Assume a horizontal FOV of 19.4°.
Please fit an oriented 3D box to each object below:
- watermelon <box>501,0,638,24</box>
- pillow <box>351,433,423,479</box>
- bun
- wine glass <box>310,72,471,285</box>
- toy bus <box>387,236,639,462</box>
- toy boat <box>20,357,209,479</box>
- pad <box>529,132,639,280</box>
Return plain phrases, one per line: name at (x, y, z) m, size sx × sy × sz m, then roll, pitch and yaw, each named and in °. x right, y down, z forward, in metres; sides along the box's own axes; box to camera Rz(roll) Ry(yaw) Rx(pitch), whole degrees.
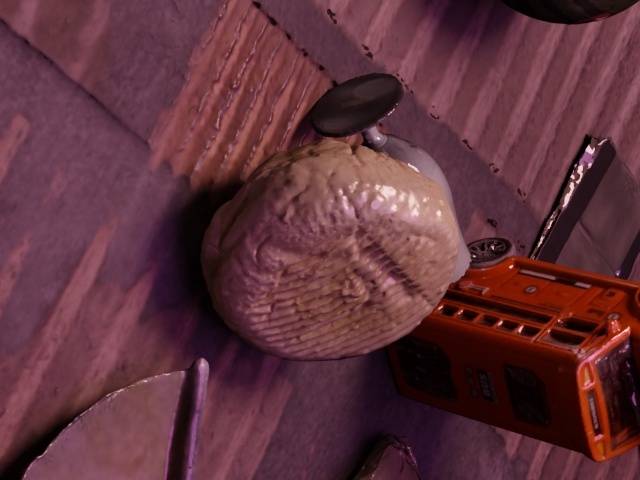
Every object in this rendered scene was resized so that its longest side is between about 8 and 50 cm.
watermelon at (0.231, -0.303, 1.730) m, size 0.212 × 0.212 × 0.212 m, roll -14°, pitch 108°, yaw -46°
pillow at (0.073, 0.287, 1.797) m, size 0.119 × 0.053 × 0.208 m, roll -49°, pitch 131°, yaw -35°
bun at (0.000, 0.000, 1.580) m, size 0.220 × 0.134 × 0.220 m, roll -9°, pitch 137°, yaw -9°
wine glass at (0.069, -0.046, 1.689) m, size 0.093 × 0.093 × 0.202 m, roll -50°, pitch 132°, yaw -29°
toy bus at (0.218, 0.106, 1.714) m, size 0.153 × 0.329 × 0.143 m, roll -35°, pitch 124°, yaw -36°
toy boat at (-0.182, 0.271, 1.485) m, size 0.276 × 0.111 × 0.293 m, roll -19°, pitch 99°, yaw -44°
pad at (0.283, 0.021, 2.004) m, size 0.174 × 0.022 × 0.233 m, roll 45°, pitch 66°, yaw -45°
